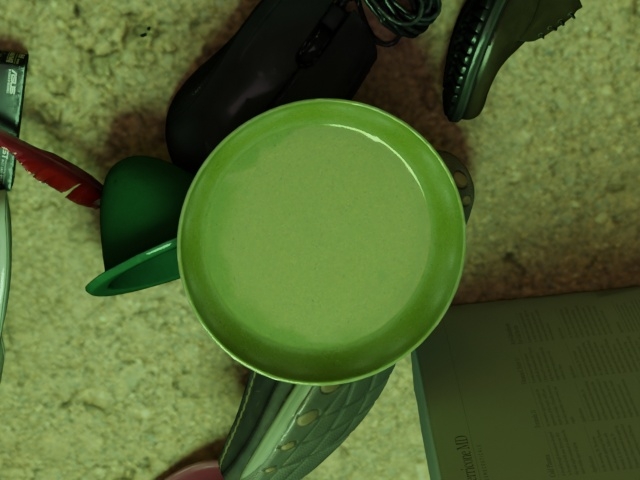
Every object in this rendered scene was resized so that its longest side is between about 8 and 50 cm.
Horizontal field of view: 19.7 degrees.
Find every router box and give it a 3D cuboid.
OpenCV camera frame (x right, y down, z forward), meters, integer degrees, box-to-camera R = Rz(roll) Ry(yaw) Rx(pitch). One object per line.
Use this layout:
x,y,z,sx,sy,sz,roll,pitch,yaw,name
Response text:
-0.309,-0.109,1.617,0.092,0.038,0.122,7,112,-7,router box

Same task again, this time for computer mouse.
-0.038,-0.147,1.596,0.188,0.072,0.272,32,108,-15,computer mouse

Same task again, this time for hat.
-0.161,-0.064,1.613,0.173,0.208,0.183,-28,80,31,hat

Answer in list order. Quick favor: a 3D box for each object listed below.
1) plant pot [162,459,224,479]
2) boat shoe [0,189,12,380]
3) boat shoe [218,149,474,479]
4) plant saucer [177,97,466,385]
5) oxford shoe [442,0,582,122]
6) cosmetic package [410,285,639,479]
-0.080,0.336,1.739,0.201,0.201,0.180,-38,124,12,plant pot
-0.321,0.065,1.660,0.079,0.095,0.254,9,125,-5,boat shoe
0.003,0.062,1.651,0.130,0.132,0.355,33,95,29,boat shoe
0.000,0.000,1.529,0.241,0.037,0.241,-2,100,-8,plant saucer
0.175,-0.195,1.581,0.096,0.083,0.227,20,111,-15,oxford shoe
0.230,0.157,1.568,0.284,0.377,0.097,-4,112,0,cosmetic package
